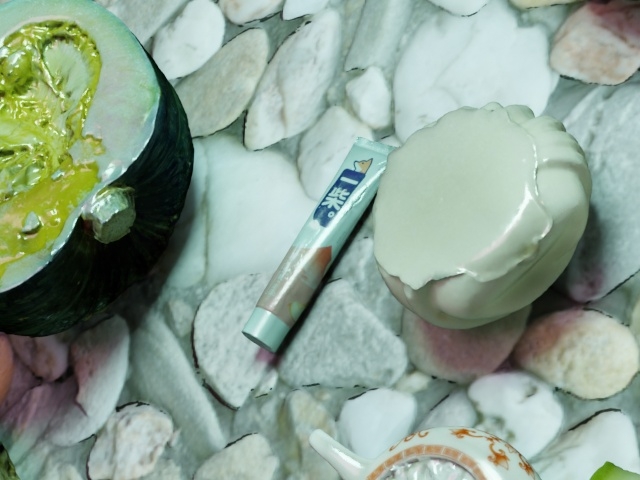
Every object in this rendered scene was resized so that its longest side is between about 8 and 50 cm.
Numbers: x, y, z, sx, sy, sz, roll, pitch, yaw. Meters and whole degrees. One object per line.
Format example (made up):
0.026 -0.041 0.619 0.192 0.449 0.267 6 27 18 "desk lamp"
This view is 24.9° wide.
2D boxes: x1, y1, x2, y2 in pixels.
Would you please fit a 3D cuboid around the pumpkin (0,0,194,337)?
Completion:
-0.240 -0.046 1.329 0.263 0.197 0.293 37 82 31 "pumpkin"

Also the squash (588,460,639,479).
0.229 0.286 0.912 0.236 0.155 0.204 18 39 43 "squash"

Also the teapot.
0.078 0.203 1.007 0.245 0.116 0.159 26 94 40 "teapot"

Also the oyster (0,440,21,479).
-0.351 0.209 1.276 0.166 0.094 0.294 -19 52 -21 "oyster"

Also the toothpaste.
0.000 0.000 1.235 0.056 0.036 0.205 21 74 41 "toothpaste"

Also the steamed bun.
0.126 -0.017 1.105 0.182 0.106 0.183 -21 51 28 "steamed bun"
